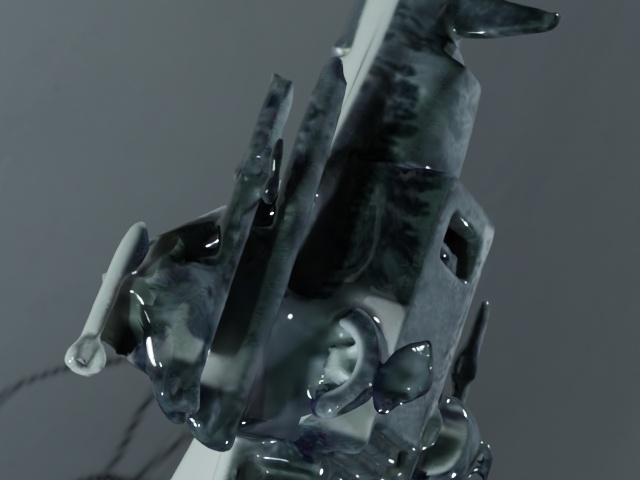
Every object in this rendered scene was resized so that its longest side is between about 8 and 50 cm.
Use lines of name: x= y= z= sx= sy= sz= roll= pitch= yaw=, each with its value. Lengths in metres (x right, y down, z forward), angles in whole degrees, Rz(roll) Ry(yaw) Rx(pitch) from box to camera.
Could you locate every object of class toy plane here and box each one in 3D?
toy plane: x=0.010 y=0.009 z=0.390 sx=0.234 sy=0.082 sz=0.160 roll=-61 pitch=145 yaw=-10
